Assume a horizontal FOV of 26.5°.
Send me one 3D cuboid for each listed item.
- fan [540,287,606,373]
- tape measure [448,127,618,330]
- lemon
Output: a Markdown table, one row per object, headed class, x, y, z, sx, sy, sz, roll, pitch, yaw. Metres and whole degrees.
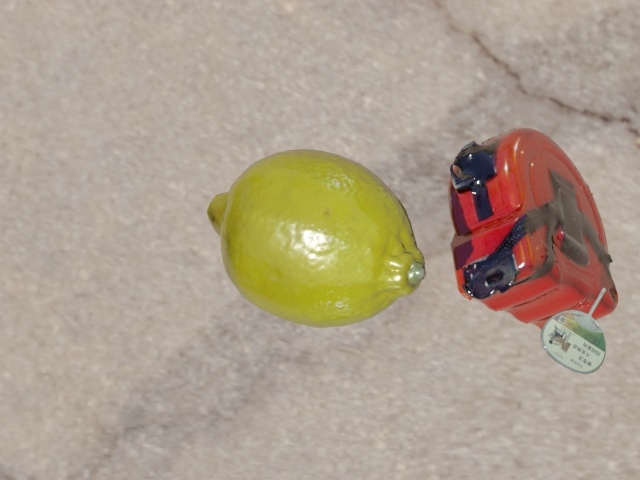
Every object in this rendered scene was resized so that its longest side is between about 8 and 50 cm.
| class | x | y | z | sx | sy | sz | roll | pitch | yaw |
| --- | --- | --- | --- | --- | --- | --- | --- | --- | --- |
| fan | 0.225 | 0.078 | 1.205 | 0.060 | 0.003 | 0.080 | 6 | 74 | -7 |
| tape measure | 0.258 | -0.017 | 1.676 | 0.114 | 0.253 | 0.260 | -25 | 57 | 33 |
| lemon | 0.000 | 0.000 | 1.407 | 0.248 | 0.184 | 0.184 | 19 | 90 | 21 |
